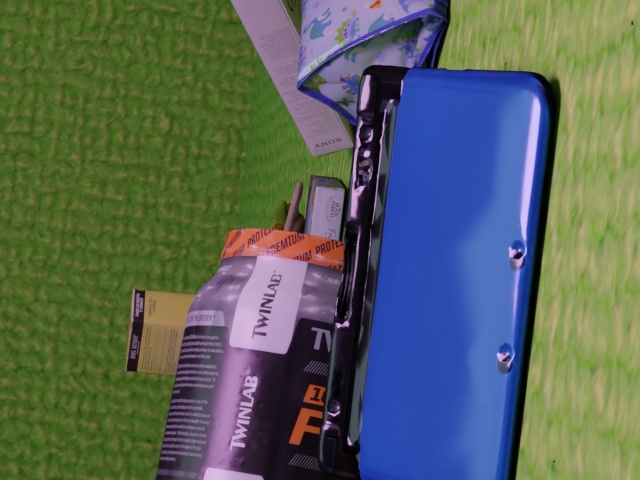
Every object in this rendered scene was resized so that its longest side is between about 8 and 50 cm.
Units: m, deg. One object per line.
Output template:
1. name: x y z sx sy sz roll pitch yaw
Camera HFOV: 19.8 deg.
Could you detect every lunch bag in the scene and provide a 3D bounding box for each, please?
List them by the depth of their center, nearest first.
1. lunch bag: 0.057 -0.199 1.639 0.151 0.096 0.128 -40 35 36

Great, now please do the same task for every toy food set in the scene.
1. toy food set: -0.043 0.021 2.213 0.192 0.039 0.132 78 -156 -60

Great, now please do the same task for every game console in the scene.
1. game console: 0.106 0.031 1.291 0.250 0.173 0.293 1 -83 -66

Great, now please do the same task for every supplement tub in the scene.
1. supplement tub: -0.037 0.159 1.603 0.193 0.194 0.316 133 147 -79

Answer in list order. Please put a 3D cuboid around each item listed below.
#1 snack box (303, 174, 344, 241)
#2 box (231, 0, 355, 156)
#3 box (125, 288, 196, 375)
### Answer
1. snack box: 0.000 0.000 2.148 0.100 0.037 0.141 -120 36 -79
2. box: -0.036 -0.282 2.037 0.322 0.059 0.232 62 -159 -46
3. box: -0.099 0.111 2.052 0.058 0.232 0.087 -92 9 -49
